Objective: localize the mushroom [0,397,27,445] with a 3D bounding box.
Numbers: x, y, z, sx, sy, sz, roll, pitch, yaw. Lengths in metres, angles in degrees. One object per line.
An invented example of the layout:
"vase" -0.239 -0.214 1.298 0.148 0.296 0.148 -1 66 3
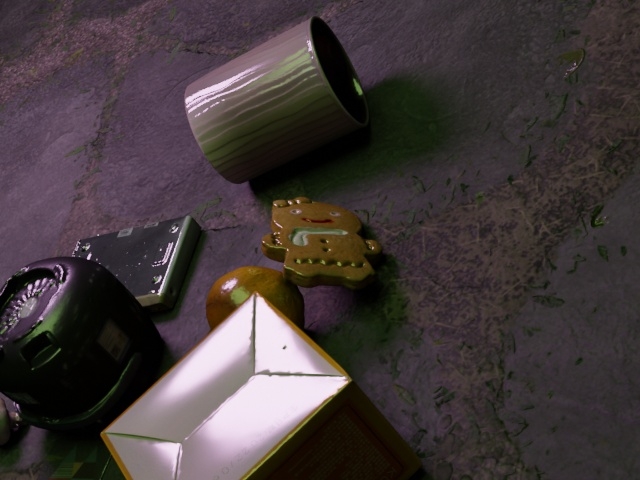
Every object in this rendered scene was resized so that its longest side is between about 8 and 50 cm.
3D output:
"mushroom" -0.526 0.298 1.810 0.079 0.085 0.085 -9 33 -20

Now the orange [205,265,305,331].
"orange" -0.090 0.110 1.596 0.134 0.156 0.156 -32 34 -26

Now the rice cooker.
"rice cooker" -0.403 0.163 1.719 0.267 0.224 0.267 -20 43 20

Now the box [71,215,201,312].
"box" -0.350 0.053 1.935 0.270 0.045 0.210 -10 47 31

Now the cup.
"cup" -0.074 -0.261 1.909 0.273 0.208 0.288 -25 41 18

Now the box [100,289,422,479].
"box" -0.074 0.265 1.369 0.283 0.214 0.259 -42 35 -7

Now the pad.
"pad" -0.398 0.394 1.659 0.143 0.003 0.211 -8 47 33

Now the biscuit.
"biscuit" 0.000 -0.003 1.652 0.184 0.035 0.249 4 28 -9
